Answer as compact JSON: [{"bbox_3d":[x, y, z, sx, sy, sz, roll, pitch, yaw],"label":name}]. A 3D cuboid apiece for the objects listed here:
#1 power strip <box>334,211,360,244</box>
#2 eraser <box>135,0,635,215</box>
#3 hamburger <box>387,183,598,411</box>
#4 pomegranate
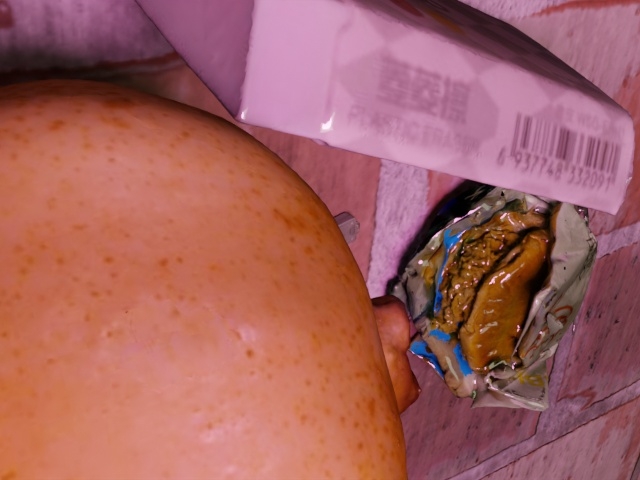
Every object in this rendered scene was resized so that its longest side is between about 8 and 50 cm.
[{"bbox_3d":[0.000,0.000,0.796,0.083,0.017,0.027,-24,129,-27],"label":"power strip"},{"bbox_3d":[0.067,-0.131,0.637,0.396,0.213,0.082,7,123,-43],"label":"eraser"},{"bbox_3d":[0.211,0.061,0.919,0.276,0.150,0.261,27,96,-46],"label":"hamburger"},{"bbox_3d":[-0.118,0.117,0.489,0.416,0.416,0.417,-21,129,-29],"label":"pomegranate"}]
